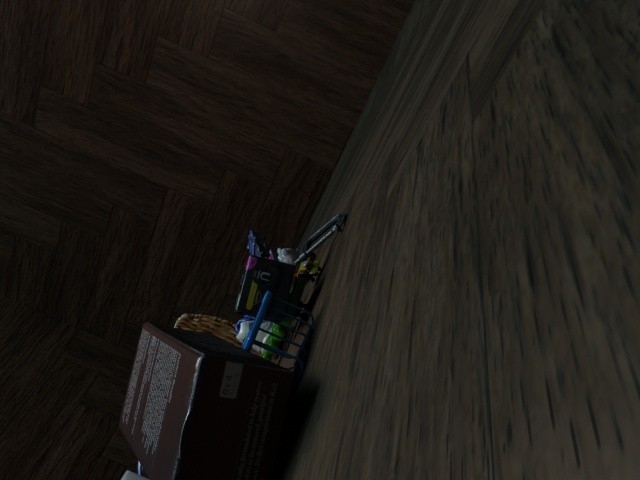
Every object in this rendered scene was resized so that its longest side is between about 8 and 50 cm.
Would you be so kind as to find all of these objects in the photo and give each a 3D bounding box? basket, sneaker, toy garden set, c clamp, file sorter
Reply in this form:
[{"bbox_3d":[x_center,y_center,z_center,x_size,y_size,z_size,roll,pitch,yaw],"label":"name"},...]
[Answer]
[{"bbox_3d":[-0.323,0.356,1.955,0.223,0.299,0.213,123,171,-66],"label":"basket"},{"bbox_3d":[-0.160,0.236,1.759,0.296,0.131,0.112,138,154,-84],"label":"sneaker"},{"bbox_3d":[-0.063,0.161,1.518,0.244,0.049,0.204,117,173,-50],"label":"toy garden set"},{"bbox_3d":[0.000,0.000,1.473,0.160,0.022,0.137,-42,13,10],"label":"c clamp"},{"bbox_3d":[-0.082,0.191,1.129,0.170,0.104,0.118,-76,11,-67],"label":"file sorter"}]

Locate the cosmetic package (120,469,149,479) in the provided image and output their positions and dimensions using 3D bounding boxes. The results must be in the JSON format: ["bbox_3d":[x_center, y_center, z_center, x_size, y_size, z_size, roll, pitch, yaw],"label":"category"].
[{"bbox_3d":[-0.392,0.682,1.465,0.138,0.224,0.225,-111,45,-84],"label":"cosmetic package"}]

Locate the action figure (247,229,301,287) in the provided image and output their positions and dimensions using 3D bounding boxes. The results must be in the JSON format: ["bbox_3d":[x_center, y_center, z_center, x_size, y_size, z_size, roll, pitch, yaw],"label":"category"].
[{"bbox_3d":[-0.160,0.130,2.145,0.330,0.178,0.341,-57,33,36],"label":"action figure"}]

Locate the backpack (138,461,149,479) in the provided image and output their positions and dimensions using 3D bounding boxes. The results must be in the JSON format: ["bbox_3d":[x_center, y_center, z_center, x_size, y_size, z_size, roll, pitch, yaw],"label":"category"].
[{"bbox_3d":[-0.380,0.586,1.785,0.213,0.276,0.263,111,174,-55],"label":"backpack"}]

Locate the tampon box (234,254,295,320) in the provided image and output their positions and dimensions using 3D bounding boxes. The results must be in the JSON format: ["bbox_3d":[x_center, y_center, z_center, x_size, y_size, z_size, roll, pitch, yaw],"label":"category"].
[{"bbox_3d":[-0.122,0.107,1.396,0.161,0.101,0.120,137,146,-78],"label":"tampon box"}]

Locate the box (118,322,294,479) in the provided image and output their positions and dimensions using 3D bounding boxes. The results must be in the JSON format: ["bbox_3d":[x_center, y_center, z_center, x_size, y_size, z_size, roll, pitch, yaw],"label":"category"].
[{"bbox_3d":[-0.188,0.243,0.972,0.381,0.143,0.191,0,77,66],"label":"box"}]
